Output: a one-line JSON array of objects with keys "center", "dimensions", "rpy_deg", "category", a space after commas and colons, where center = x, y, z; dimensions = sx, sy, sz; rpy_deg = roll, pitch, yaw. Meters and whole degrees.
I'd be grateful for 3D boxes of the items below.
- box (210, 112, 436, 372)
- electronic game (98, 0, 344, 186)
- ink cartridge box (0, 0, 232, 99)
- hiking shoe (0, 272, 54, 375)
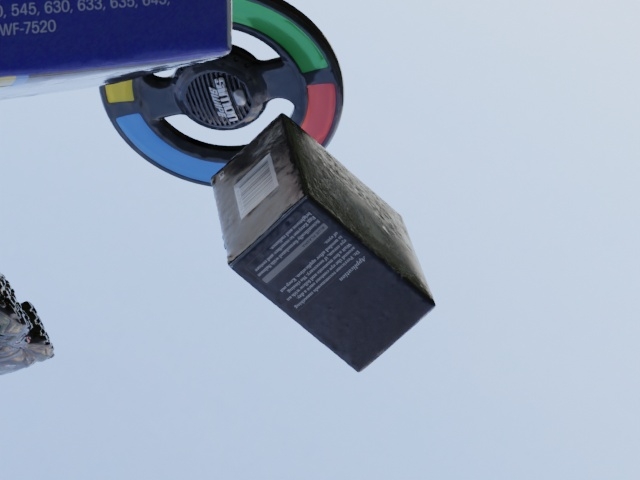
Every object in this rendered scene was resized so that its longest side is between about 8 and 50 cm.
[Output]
[{"center": [0.000, 0.000, 1.535], "dimensions": [0.158, 0.093, 0.156], "rpy_deg": [41, -164, -27], "category": "box"}, {"center": [-0.092, -0.140, 1.695], "dimensions": [0.229, 0.229, 0.048], "rpy_deg": [22, -141, -11], "category": "electronic game"}, {"center": [-0.211, -0.101, 0.948], "dimensions": [0.303, 0.072, 0.307], "rpy_deg": [-7, -175, -20], "category": "ink cartridge box"}, {"center": [-0.356, 0.093, 1.888], "dimensions": [0.086, 0.114, 0.227], "rpy_deg": [57, 178, 29], "category": "hiking shoe"}]
